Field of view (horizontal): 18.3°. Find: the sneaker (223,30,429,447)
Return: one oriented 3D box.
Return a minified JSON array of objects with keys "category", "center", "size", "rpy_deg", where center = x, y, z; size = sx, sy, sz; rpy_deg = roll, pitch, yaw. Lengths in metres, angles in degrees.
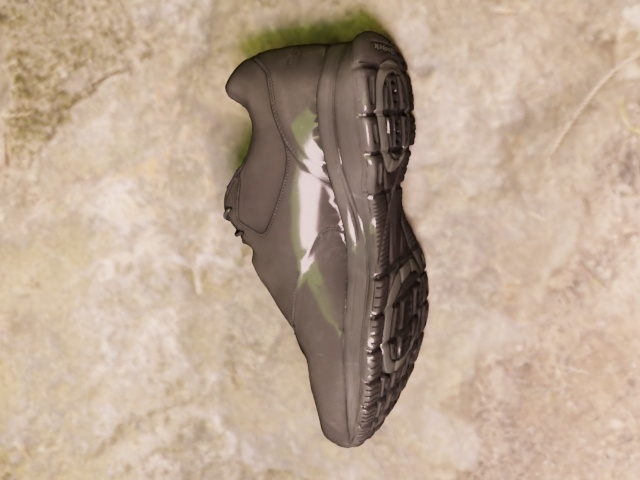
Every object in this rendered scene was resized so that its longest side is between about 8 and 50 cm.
[{"category":"sneaker","center":[0.000,0.000,1.359],"size":[0.130,0.109,0.286],"rpy_deg":[1,100,23]}]
